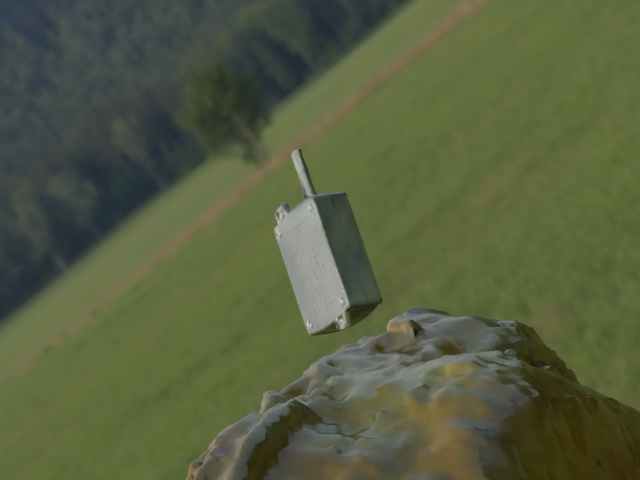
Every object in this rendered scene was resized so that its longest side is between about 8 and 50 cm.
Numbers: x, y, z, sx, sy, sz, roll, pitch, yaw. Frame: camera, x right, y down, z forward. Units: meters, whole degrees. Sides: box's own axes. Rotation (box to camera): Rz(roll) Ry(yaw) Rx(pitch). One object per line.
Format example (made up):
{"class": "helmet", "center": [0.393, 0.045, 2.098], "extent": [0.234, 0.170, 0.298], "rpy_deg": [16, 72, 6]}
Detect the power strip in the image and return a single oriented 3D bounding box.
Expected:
{"class": "power strip", "center": [0.000, 0.000, 1.657], "extent": [0.042, 0.175, 0.075], "rpy_deg": [-7, -18, -35]}

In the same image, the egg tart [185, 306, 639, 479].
{"class": "egg tart", "center": [0.082, 0.192, 0.799], "extent": [0.153, 0.339, 0.351], "rpy_deg": [-22, -4, 33]}
